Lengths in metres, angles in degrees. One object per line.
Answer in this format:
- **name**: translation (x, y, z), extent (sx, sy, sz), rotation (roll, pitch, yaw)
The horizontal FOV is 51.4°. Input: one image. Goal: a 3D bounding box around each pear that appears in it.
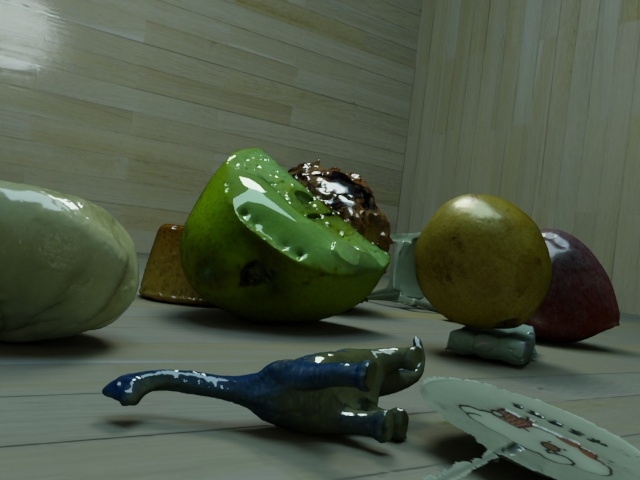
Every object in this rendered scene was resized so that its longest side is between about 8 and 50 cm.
- **pear**: translation (0.250, 0.039, 1.012), extent (0.208, 0.209, 0.209), rotation (7, 0, 0)
- **pear**: translation (-0.097, 0.025, 1.117), extent (0.342, 0.239, 0.318), rotation (40, 23, 12)

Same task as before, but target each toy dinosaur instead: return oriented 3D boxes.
- **toy dinosaur**: translation (-0.019, 0.109, 0.534), extent (0.188, 0.075, 0.247), rotation (3, 5, 26)

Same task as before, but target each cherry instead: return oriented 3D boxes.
- **cherry**: translation (0.473, 0.106, 1.362), extent (0.239, 0.240, 0.206), rotation (7, -23, -29)

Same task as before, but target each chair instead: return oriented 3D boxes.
- **chair**: translation (0.275, 0.089, 1.797), extent (0.190, 0.204, 0.274), rotation (20, -11, -25)

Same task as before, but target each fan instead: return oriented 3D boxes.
- **fan**: translation (0.125, 0.141, 0.447), extent (0.190, 0.009, 0.329), rotation (22, 8, 33)

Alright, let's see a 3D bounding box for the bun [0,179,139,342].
- **bun**: translation (-0.322, 0.031, 0.717), extent (0.259, 0.160, 0.259), rotation (2, -16, 1)

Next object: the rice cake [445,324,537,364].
- **rice cake**: translation (0.279, 0.158, 1.054), extent (0.127, 0.043, 0.237), rotation (6, 2, 23)

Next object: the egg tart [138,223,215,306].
- **egg tart**: translation (-0.248, 0.047, 1.309), extent (0.202, 0.147, 0.202), rotation (9, 1, 0)

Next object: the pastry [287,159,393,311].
- **pastry**: translation (-0.002, -0.015, 1.550), extent (0.292, 0.338, 0.405), rotation (16, -5, -31)
